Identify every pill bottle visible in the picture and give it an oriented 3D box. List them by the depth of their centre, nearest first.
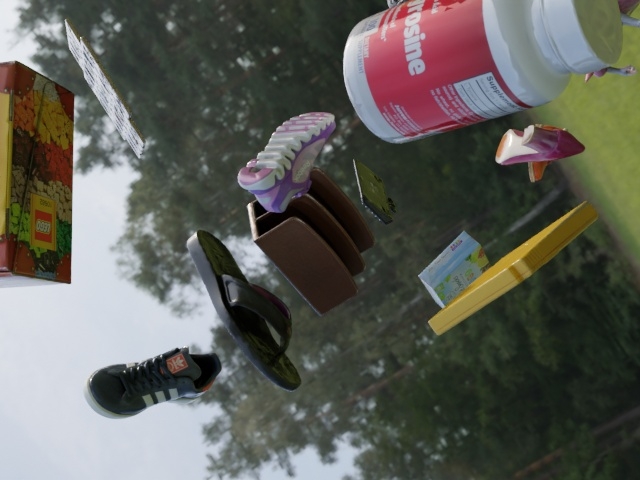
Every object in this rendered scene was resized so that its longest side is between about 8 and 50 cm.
[{"bbox_3d":[0.256,-0.308,1.451,0.229,0.408,0.228,15,-111,-47],"label":"pill bottle"}]

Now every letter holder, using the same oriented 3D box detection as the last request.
[{"bbox_3d":[0.000,0.000,2.181,0.302,0.214,0.152,51,-165,-36],"label":"letter holder"}]

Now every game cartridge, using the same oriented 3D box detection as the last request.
[{"bbox_3d":[0.402,0.060,1.870,0.052,0.285,0.324,52,-133,4],"label":"game cartridge"}]

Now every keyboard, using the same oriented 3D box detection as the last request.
[{"bbox_3d":[0.107,-0.088,1.758,0.108,0.023,0.180,37,-158,-22],"label":"keyboard"}]

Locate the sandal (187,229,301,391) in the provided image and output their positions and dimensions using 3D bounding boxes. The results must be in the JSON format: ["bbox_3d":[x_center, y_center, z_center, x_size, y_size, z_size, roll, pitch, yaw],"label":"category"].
[{"bbox_3d":[-0.157,0.131,1.982,0.445,0.107,0.168,56,-164,28],"label":"sandal"}]

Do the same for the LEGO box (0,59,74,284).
[{"bbox_3d":[-0.719,-0.097,1.641,0.193,0.501,0.372,28,-120,-73],"label":"LEGO box"}]

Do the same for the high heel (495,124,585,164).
[{"bbox_3d":[0.454,-0.191,1.892,0.117,0.082,0.244,17,169,-8],"label":"high heel"}]

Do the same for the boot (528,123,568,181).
[{"bbox_3d":[0.522,-0.200,2.066,0.059,0.085,0.157,63,-139,-54],"label":"boot"}]

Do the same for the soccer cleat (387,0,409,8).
[{"bbox_3d":[0.270,-0.612,1.954,0.116,0.318,0.109,33,-176,-42],"label":"soccer cleat"}]

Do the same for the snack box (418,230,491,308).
[{"bbox_3d":[0.368,0.092,2.428,0.070,0.174,0.207,44,177,33],"label":"snack box"}]

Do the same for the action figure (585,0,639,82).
[{"bbox_3d":[0.694,-0.547,2.236,0.276,0.370,0.248,27,149,13],"label":"action figure"}]

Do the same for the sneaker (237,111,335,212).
[{"bbox_3d":[-0.047,-0.136,1.592,0.236,0.095,0.104,-50,-52,-33],"label":"sneaker"}]

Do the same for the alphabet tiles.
[{"bbox_3d":[-0.448,-0.309,1.887,0.285,0.011,0.342,58,167,-5],"label":"alphabet tiles"}]

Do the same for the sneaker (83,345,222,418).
[{"bbox_3d":[-0.362,0.300,2.008,0.350,0.148,0.131,-2,-121,-55],"label":"sneaker"}]
